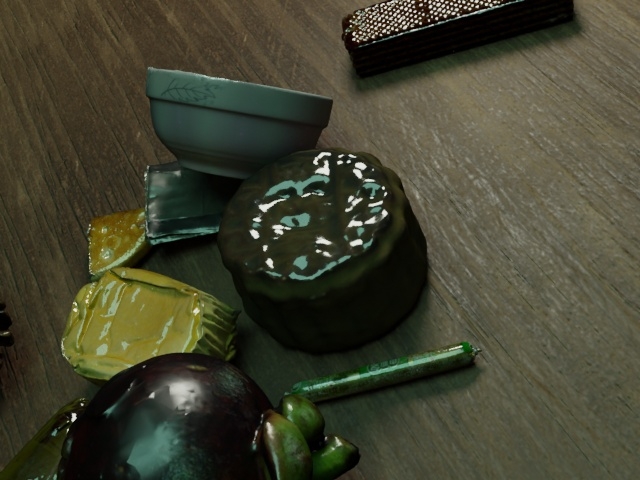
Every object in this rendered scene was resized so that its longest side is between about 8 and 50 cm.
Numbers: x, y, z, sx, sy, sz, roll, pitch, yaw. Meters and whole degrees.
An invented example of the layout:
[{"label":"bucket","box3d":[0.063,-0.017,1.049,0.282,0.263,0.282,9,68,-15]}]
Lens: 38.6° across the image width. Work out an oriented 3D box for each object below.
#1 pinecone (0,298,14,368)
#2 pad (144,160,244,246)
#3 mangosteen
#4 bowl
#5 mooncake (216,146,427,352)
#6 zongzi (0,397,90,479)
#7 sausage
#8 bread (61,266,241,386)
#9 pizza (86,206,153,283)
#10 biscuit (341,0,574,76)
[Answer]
[{"label":"pinecone","box3d":[-0.602,0.110,1.396,0.309,0.244,0.244,24,65,19]},{"label":"pad","box3d":[-0.173,-0.076,1.482,0.233,0.022,0.174,-9,50,2]},{"label":"mangosteen","box3d":[-0.147,0.271,1.056,0.311,0.311,0.311,-11,50,14]},{"label":"bowl","box3d":[-0.133,-0.174,1.409,0.287,0.287,0.144,15,99,31]},{"label":"mooncake","box3d":[0.000,0.000,1.284,0.290,0.161,0.290,-10,50,12]},{"label":"zongzi","box3d":[-0.288,0.373,1.147,0.300,0.145,0.274,31,64,20]},{"label":"sausage","box3d":[0.080,0.175,1.197,0.269,0.033,0.033,-15,50,10]},{"label":"bread","box3d":[-0.236,0.139,1.288,0.250,0.133,0.179,3,59,28]},{"label":"pizza","box3d":[-0.331,0.000,1.498,0.130,0.041,0.178,15,61,28]},{"label":"biscuit","box3d":[0.226,-0.380,1.548,0.388,0.073,0.107,-13,49,12]}]
